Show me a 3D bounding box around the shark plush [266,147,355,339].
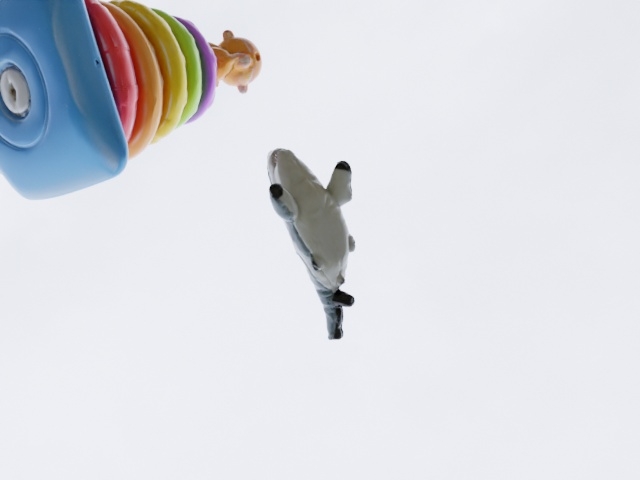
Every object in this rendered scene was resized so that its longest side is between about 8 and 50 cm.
[{"bbox_3d":[0.000,0.000,0.598,0.073,0.067,0.161,-35,-71,-26],"label":"shark plush"}]

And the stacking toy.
[{"bbox_3d":[-0.159,-0.159,0.684,0.301,0.165,0.175,-28,-74,-51],"label":"stacking toy"}]
